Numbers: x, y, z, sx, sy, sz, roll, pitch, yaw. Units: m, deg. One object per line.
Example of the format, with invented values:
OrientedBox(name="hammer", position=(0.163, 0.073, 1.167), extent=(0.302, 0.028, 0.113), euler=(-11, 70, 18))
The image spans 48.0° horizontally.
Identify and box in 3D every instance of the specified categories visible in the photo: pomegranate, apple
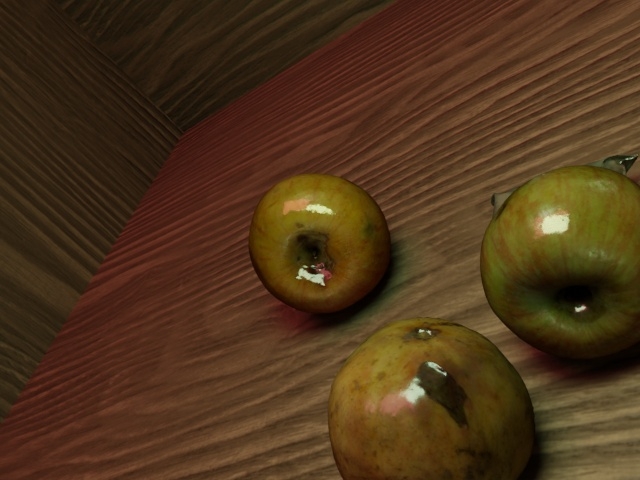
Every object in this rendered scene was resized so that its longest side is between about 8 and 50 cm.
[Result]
OrientedBox(name="pomegranate", position=(0.139, 0.239, 0.969), extent=(0.281, 0.281, 0.281), euler=(-33, 28, 20))
OrientedBox(name="apple", position=(0.000, 0.000, 1.491), extent=(0.299, 0.299, 0.275), euler=(-35, 0, 17))
OrientedBox(name="apple", position=(0.355, 0.022, 1.002), extent=(0.264, 0.264, 0.264), euler=(-33, 28, 20))

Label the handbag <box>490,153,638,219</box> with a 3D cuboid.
OrientedBox(name="handbag", position=(0.392, -0.045, 1.196), extent=(0.271, 0.117, 0.182), euler=(-17, 45, 40))
